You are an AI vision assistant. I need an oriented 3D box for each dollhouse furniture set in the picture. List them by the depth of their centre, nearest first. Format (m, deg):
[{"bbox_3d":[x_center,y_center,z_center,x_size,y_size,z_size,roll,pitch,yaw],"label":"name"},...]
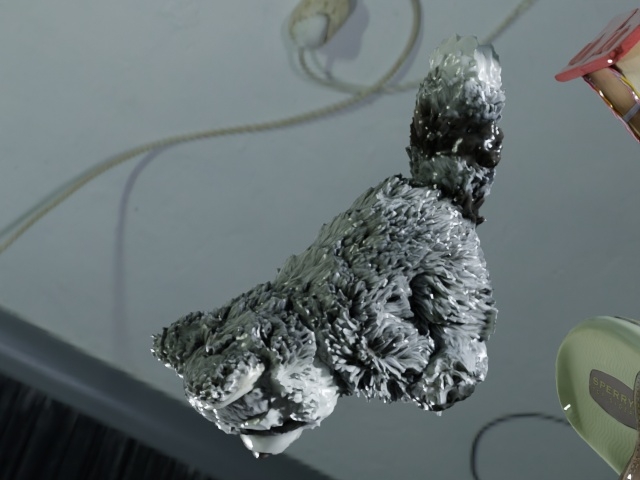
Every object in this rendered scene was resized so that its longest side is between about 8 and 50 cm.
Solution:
[{"bbox_3d":[0.496,-0.252,1.430,0.374,0.152,0.201,-42,98,-8],"label":"dollhouse furniture set"}]

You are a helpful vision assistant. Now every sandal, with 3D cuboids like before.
[{"bbox_3d":[0.199,0.120,0.685,0.086,0.303,0.120,2,97,-18],"label":"sandal"}]

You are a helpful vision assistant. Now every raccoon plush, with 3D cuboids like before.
[{"bbox_3d":[0.000,0.000,1.217,0.299,0.216,0.447,7,83,-26],"label":"raccoon plush"}]
